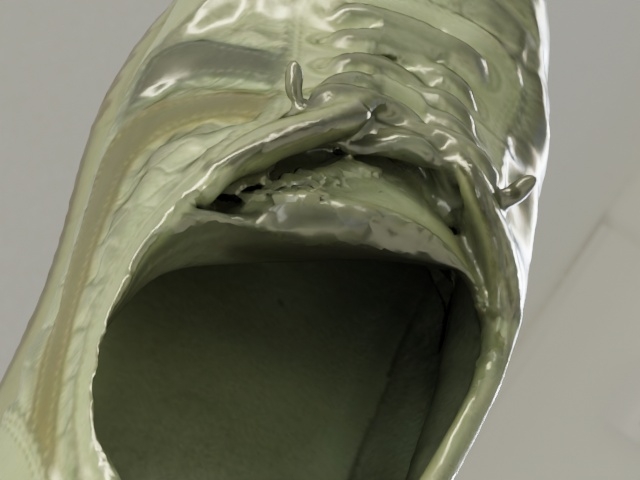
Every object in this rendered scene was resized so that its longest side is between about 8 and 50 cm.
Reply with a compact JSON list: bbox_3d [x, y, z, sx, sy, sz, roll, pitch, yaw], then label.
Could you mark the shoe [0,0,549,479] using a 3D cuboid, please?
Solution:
[{"bbox_3d":[0.000,0.000,0.404,0.098,0.103,0.275,-47,20,49],"label":"shoe"}]
